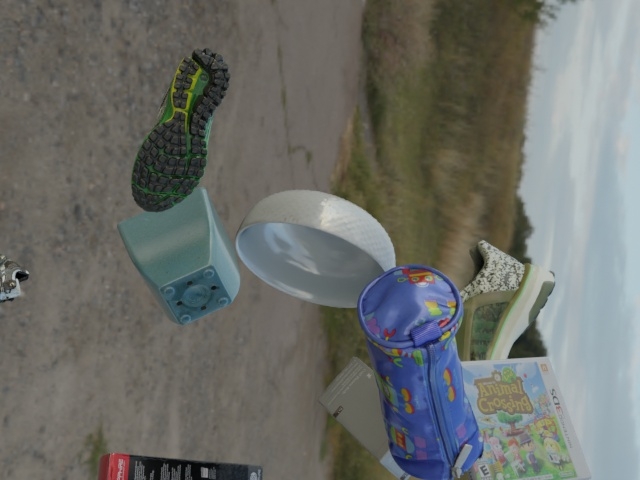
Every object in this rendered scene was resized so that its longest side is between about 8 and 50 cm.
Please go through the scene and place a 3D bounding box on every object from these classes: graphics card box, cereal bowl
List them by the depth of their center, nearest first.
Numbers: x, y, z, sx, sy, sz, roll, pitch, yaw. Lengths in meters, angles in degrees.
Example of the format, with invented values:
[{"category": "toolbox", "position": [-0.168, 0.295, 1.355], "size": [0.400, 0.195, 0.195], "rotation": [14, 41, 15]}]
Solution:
[{"category": "cereal bowl", "position": [0.000, 0.000, 1.716], "size": [0.339, 0.338, 0.141], "rotation": [75, 29, -58]}, {"category": "graphics card box", "position": [-0.305, 0.594, 1.775], "size": [0.094, 0.370, 0.233], "rotation": [-31, -127, 51]}]

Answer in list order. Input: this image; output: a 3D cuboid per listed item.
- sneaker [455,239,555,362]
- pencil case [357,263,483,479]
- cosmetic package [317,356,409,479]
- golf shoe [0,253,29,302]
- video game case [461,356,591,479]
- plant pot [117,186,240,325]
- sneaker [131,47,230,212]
[{"category": "sneaker", "position": [0.245, 0.166, 1.461], "size": [0.410, 0.182, 0.158], "rotation": [-51, 178, -26]}, {"category": "pencil case", "position": [0.126, 0.175, 0.992], "size": [0.133, 0.119, 0.306], "rotation": [54, -15, 48]}, {"category": "cosmetic package", "position": [0.114, 0.346, 1.598], "size": [0.127, 0.238, 0.107], "rotation": [-49, 124, -8]}, {"category": "golf shoe", "position": [-0.711, 0.107, 1.792], "size": [0.198, 0.093, 0.077], "rotation": [-72, -173, -51]}, {"category": "video game case", "position": [0.284, 0.267, 1.196], "size": [0.023, 0.212, 0.193], "rotation": [-49, -132, 49]}, {"category": "plant pot", "position": [-0.336, 0.065, 2.072], "size": [0.252, 0.247, 0.248], "rotation": [-120, -173, -49]}, {"category": "sneaker", "position": [-0.283, -0.215, 1.670], "size": [0.344, 0.134, 0.146], "rotation": [-67, -164, -6]}]
